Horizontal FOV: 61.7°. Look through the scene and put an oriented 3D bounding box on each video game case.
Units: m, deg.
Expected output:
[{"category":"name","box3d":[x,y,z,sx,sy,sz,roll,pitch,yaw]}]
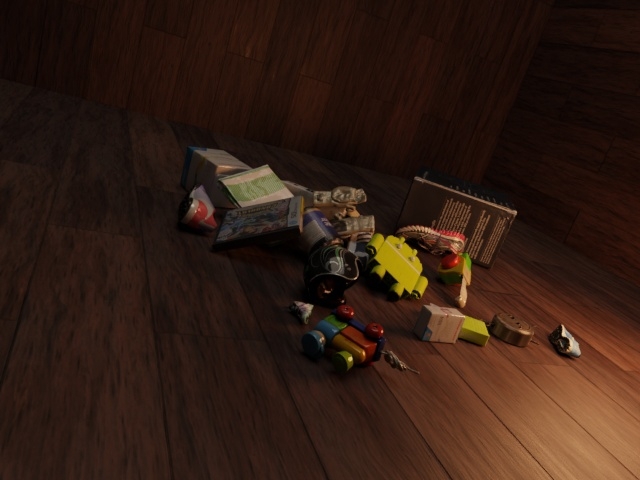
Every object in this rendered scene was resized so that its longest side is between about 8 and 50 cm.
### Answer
[{"category":"video game case","box3d":[-0.189,-0.057,1.699,0.274,0.035,0.248,-11,27,6]}]

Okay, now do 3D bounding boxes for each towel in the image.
[{"category":"towel","box3d":[-0.186,-0.132,1.912,0.247,0.038,0.325,-24,64,-39]}]

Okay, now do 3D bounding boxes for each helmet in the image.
[{"category":"helmet","box3d":[0.036,0.094,1.526,0.169,0.169,0.162,17,34,-5]}]

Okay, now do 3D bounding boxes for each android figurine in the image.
[{"category":"android figurine","box3d":[0.252,0.082,1.772,0.248,0.056,0.273,45,39,-2]}]

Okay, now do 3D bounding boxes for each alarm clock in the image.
[{"category":"alarm clock","box3d":[0.591,0.276,1.704,0.192,0.064,0.129,12,19,-10]}]

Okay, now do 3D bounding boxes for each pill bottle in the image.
[{"category":"pill bottle","box3d":[0.000,0.000,1.771,0.122,0.123,0.219,-1,46,-47]}]

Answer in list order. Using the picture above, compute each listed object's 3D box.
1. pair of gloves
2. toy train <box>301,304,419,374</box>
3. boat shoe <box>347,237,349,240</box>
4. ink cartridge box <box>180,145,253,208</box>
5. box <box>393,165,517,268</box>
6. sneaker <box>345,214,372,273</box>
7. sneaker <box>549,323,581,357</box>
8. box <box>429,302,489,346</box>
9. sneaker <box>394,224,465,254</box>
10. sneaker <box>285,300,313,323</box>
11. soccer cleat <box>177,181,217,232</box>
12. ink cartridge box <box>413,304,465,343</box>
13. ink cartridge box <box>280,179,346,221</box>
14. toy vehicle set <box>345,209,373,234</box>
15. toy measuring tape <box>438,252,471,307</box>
[{"category":"pair of gloves","box3d":[0.080,-0.098,1.924,0.204,0.042,0.240,-9,50,-2]},{"category":"toy train","box3d":[0.086,0.256,1.206,0.248,0.105,0.143,29,31,31]},{"category":"boat shoe","box3d":[0.145,0.011,2.049,0.065,0.083,0.183,-19,50,2]},{"category":"ink cartridge box","box3d":[-0.407,-0.245,2.090,0.171,0.168,0.232,0,25,-43]},{"category":"box","box3d":[0.643,-0.133,2.587,0.471,0.298,0.480,22,18,8]},{"category":"sneaker","box3d":[0.173,0.022,1.916,0.153,0.099,0.282,18,37,3]},{"category":"sneaker","box3d":[0.806,0.337,1.760,0.073,0.063,0.162,35,21,-4]},{"category":"box","box3d":[0.410,0.252,1.616,0.178,0.042,0.109,19,17,3]},{"category":"sneaker","box3d":[0.471,0.003,2.334,0.299,0.112,0.121,9,-9,13]},{"category":"sneaker","box3d":[-0.059,0.182,1.379,0.069,0.038,0.098,18,8,3]},{"category":"soccer cleat","box3d":[-0.411,-0.110,1.826,0.116,0.109,0.318,34,10,-20]},{"category":"ink cartridge box","box3d":[0.335,0.237,1.512,0.122,0.089,0.052,10,16,-25]},{"category":"ink cartridge box","box3d":[-0.070,-0.118,2.052,0.332,0.165,0.065,23,17,9]},{"category":"toy vehicle set","box3d":[0.105,-0.098,2.187,0.166,0.035,0.267,28,-7,30]},{"category":"toy measuring tape","box3d":[0.482,0.144,1.959,0.121,0.121,0.330,20,35,7]}]
